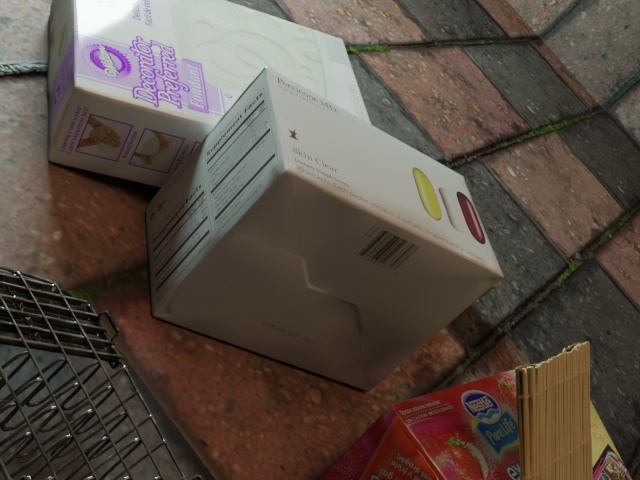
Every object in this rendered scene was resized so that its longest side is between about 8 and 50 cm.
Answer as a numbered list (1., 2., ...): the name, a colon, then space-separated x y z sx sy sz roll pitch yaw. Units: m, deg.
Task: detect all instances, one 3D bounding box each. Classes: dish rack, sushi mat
1. dish rack: -0.174 0.130 0.631 0.272 0.074 0.208 55 12 25
2. sushi mat: 0.208 0.251 0.836 0.151 0.019 0.317 -9 97 -56

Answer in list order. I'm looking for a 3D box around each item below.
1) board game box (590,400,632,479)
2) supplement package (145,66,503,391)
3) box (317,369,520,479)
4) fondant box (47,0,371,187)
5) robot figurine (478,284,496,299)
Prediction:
1. board game box: 0.281 0.274 1.085 0.165 0.042 0.243 7 46 -34
2. supplement package: 0.000 0.000 0.925 0.261 0.204 0.145 24 35 -34
3. box: 0.123 0.214 0.879 0.123 0.128 0.256 52 27 23
4. fondant box: -0.113 -0.155 1.024 0.330 0.096 0.238 12 42 -26
5. robot figurine: 0.173 0.032 1.253 0.115 0.067 0.101 31 41 -25
